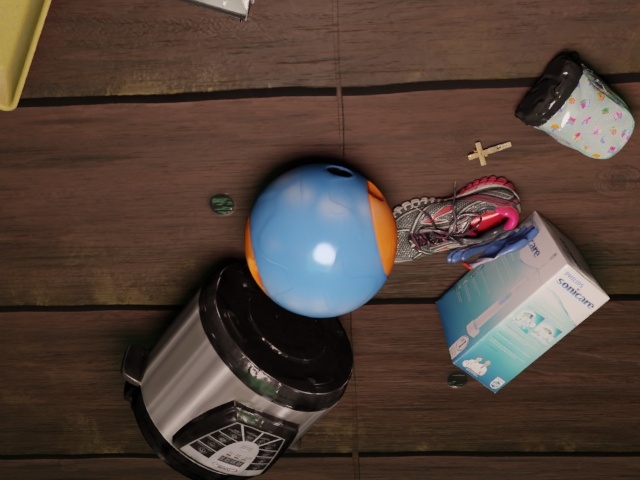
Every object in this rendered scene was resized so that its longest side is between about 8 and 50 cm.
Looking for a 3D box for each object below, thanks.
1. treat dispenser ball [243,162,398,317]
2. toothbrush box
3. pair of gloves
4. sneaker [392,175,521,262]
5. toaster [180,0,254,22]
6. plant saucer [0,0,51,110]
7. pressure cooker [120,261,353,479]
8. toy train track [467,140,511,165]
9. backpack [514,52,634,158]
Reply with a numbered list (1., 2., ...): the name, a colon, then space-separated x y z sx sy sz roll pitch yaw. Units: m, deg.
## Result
1. treat dispenser ball: 0.000 0.000 1.382 0.288 0.288 0.288 1 123 2
2. toothbrush box: 0.388 0.119 1.470 0.126 0.216 0.295 35 112 -19
3. pair of gloves: 0.331 0.009 1.443 0.159 0.198 0.023 -26 99 -3
4. sneaker: 0.245 -0.031 1.455 0.299 0.112 0.121 -25 119 19
5. toaster: -0.183 -0.440 1.177 0.185 0.168 0.110 14 120 -8
6. plant saucer: -0.623 -0.436 1.252 0.333 0.081 0.333 26 122 -13
7. pressure cooker: -0.179 0.298 1.547 0.420 0.375 0.370 -47 71 28
8. toy train track: 0.323 -0.174 1.416 0.083 0.014 0.048 -18 114 7
9. backpack: 0.462 -0.224 1.315 0.182 0.115 0.152 28 118 -18
